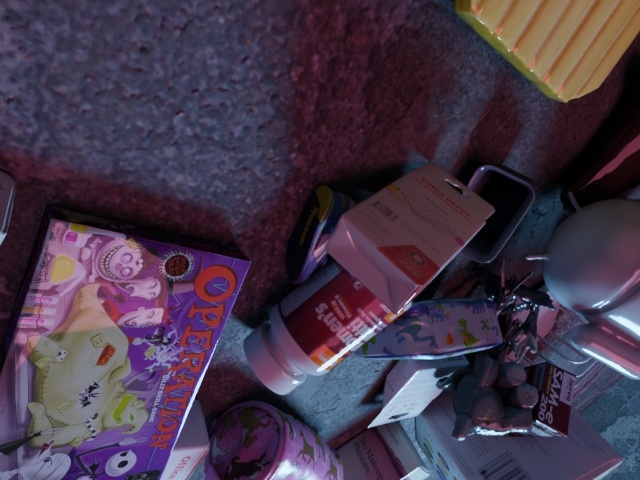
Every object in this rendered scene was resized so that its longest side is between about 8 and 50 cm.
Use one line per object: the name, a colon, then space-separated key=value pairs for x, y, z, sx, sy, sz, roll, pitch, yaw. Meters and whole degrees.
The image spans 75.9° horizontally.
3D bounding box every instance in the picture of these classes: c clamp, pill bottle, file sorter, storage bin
c clamp: x=0.468 y=0.268 z=1.067 sx=0.137 sy=0.022 sz=0.160 roll=-13 pitch=133 yaw=-21
pill bottle: x=0.007 y=0.110 z=0.578 sx=0.221 sy=0.121 sz=0.121 roll=-40 pitch=137 yaw=7
file sorter: x=0.570 y=0.247 z=0.982 sx=0.193 sy=0.173 sz=0.277 roll=-33 pitch=137 yaw=-14
storage bin: x=0.251 y=-0.051 z=0.613 sx=0.091 sy=0.098 sz=0.135 roll=-27 pitch=145 yaw=-50

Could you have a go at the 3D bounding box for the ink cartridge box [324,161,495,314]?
ink cartridge box: x=0.116 y=-0.014 z=0.503 sx=0.198 sy=0.115 sz=0.067 roll=-33 pitch=158 yaw=-38

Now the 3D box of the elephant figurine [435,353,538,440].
elephant figurine: x=0.342 y=0.339 z=0.888 sx=0.186 sy=0.169 sz=0.239 roll=10 pitch=162 yaw=0

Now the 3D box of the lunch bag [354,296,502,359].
lunch bag: x=0.169 y=0.145 z=0.685 sx=0.219 sy=0.090 sz=0.176 roll=1 pitch=166 yaw=-29

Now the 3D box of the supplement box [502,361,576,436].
supplement box: x=0.455 y=0.364 z=0.924 sx=0.130 sy=0.073 sz=0.239 roll=-62 pitch=176 yaw=-27

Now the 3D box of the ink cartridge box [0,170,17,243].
ink cartridge box: x=-0.356 y=0.018 z=0.305 sx=0.148 sy=0.085 sz=0.203 roll=26 pitch=113 yaw=-43

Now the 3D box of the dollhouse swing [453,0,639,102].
dollhouse swing: x=0.343 y=-0.288 z=0.317 sx=0.347 sy=0.315 sz=0.304 roll=13 pitch=100 yaw=-39

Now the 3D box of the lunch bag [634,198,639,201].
lunch bag: x=0.642 y=0.082 z=0.801 sx=0.243 sy=0.303 sz=0.115 roll=-38 pitch=165 yaw=2

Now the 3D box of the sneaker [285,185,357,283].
sneaker: x=0.000 y=0.000 z=0.526 sx=0.059 sy=0.053 sz=0.144 roll=6 pitch=126 yaw=-37

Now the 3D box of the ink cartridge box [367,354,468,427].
ink cartridge box: x=0.219 y=0.347 z=0.972 sx=0.181 sy=0.056 sz=0.224 roll=6 pitch=128 yaw=-35

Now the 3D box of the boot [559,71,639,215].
boot: x=0.481 y=-0.140 z=0.658 sx=0.207 sy=0.090 sz=0.248 roll=-45 pitch=140 yaw=9

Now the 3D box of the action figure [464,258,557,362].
action figure: x=0.340 y=0.151 z=0.787 sx=0.140 sy=0.164 sz=0.275 roll=-58 pitch=151 yaw=-22

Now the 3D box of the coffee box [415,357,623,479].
coffee box: x=0.498 y=0.575 z=1.129 sx=0.339 sy=0.337 sz=0.334 roll=-25 pitch=137 yaw=-10

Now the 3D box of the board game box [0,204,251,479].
board game box: x=-0.235 y=0.150 z=0.458 sx=0.208 sy=0.056 sz=0.346 roll=14 pitch=103 yaw=-43

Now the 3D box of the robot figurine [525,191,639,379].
robot figurine: x=0.516 y=0.065 z=0.649 sx=0.299 sy=0.354 sz=0.200 roll=-59 pitch=176 yaw=-7

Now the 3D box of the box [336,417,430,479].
box: x=0.139 y=0.595 z=1.070 sx=0.232 sy=0.148 sz=0.126 roll=-36 pitch=136 yaw=1

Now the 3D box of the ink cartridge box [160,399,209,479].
ink cartridge box: x=-0.300 y=0.320 z=0.605 sx=0.218 sy=0.092 sz=0.158 roll=18 pitch=116 yaw=-38

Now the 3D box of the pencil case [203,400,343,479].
pencil case: x=-0.073 y=0.448 z=0.809 sx=0.167 sy=0.159 sz=0.386 roll=-7 pitch=142 yaw=20
